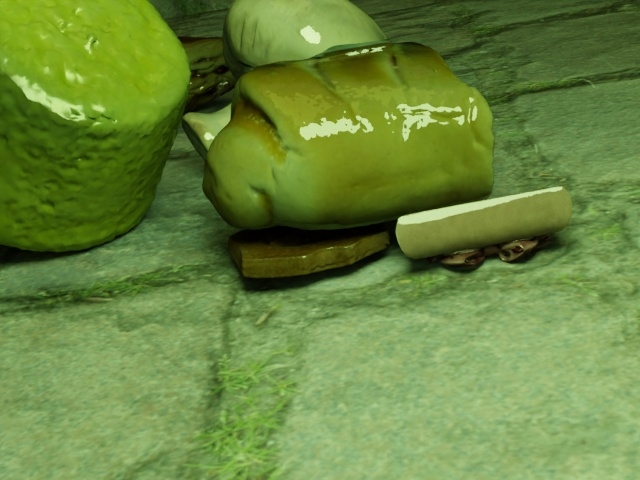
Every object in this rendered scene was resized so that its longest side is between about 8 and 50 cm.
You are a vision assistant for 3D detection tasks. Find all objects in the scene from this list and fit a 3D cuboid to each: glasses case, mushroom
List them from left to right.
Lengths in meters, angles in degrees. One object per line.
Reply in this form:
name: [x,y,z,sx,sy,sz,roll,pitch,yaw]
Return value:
mushroom: [-0.052,-0.286,1.558,0.355,0.315,0.315,-5,22,4]
glasses case: [0.184,-0.005,1.091,0.193,0.070,0.102,-11,-6,3]

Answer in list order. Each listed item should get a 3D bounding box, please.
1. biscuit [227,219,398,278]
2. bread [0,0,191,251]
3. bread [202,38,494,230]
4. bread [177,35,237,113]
biscuit: [0.000,0.002,1.163,0.215,0.034,0.182,-12,18,-11]
bread: [-0.355,-0.190,1.274,0.348,0.308,0.348,12,53,-17]
bread: [0.016,-0.132,1.180,0.341,0.210,0.300,-10,12,-4]
bread: [-0.338,-0.320,1.923,0.277,0.167,0.324,12,21,43]
